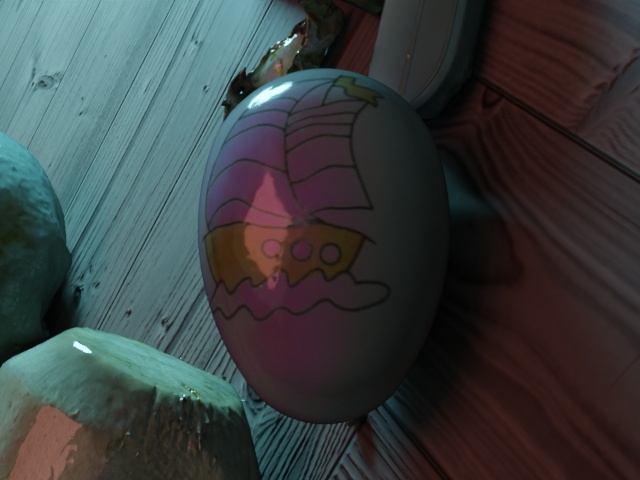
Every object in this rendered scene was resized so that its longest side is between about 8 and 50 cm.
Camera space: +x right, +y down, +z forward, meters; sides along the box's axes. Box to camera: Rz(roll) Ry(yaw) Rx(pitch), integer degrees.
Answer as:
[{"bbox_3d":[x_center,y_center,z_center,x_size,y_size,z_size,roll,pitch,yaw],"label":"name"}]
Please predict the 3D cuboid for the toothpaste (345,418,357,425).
[{"bbox_3d":[0.019,0.115,1.009,0.083,0.019,0.027,-101,27,-46],"label":"toothpaste"}]

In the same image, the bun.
[{"bbox_3d":[-0.440,0.038,1.555,0.362,0.211,0.362,-36,44,45],"label":"bun"}]

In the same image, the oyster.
[{"bbox_3d":[-0.038,-0.145,1.234,0.200,0.061,0.106,-38,61,43],"label":"oyster"}]

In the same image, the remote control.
[{"bbox_3d":[0.100,-0.215,1.052,0.104,0.052,0.247,-6,67,53],"label":"remote control"}]

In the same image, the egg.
[{"bbox_3d":[0.000,0.000,0.937,0.196,0.196,0.271,-28,41,46],"label":"egg"}]

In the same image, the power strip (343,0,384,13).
[{"bbox_3d":[-0.021,-0.314,1.280,0.092,0.066,0.387,-62,32,6],"label":"power strip"}]

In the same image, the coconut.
[{"bbox_3d":[-0.179,0.214,1.034,0.245,0.245,0.247,25,92,58],"label":"coconut"}]
